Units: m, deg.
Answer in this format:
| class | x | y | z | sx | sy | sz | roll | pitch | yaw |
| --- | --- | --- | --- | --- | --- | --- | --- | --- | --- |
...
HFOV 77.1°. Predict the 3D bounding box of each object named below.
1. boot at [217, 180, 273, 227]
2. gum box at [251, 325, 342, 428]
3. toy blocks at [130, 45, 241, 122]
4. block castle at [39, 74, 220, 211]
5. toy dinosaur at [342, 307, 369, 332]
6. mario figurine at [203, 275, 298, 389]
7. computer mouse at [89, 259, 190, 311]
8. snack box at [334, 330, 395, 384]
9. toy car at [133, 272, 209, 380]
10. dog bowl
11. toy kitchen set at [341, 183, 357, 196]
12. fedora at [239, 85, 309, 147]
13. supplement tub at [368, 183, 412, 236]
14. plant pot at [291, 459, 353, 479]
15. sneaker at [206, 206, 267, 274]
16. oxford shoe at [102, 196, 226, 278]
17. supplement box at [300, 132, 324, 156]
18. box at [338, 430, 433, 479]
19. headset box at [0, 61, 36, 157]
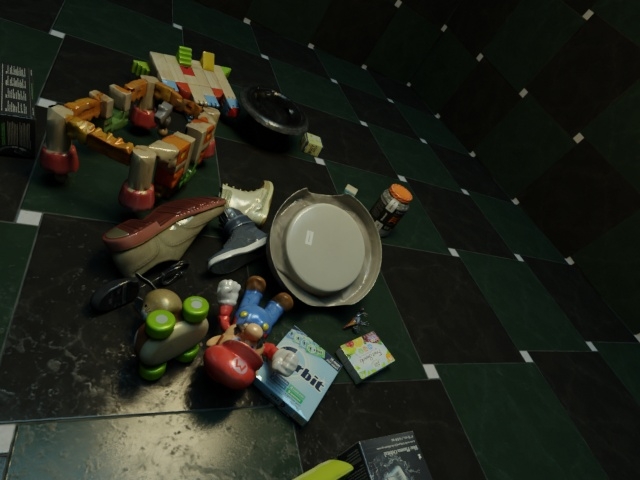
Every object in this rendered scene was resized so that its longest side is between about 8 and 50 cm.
| class | x | y | z | sx | sy | sz | roll | pitch | yaw |
| --- | --- | --- | --- | --- | --- | --- | --- | --- | --- |
| boot | -0.243 | -0.144 | 1.295 | 0.165 | 0.077 | 0.213 | 19 | 41 | -15 |
| gum box | -0.054 | 0.311 | 0.942 | 0.157 | 0.041 | 0.184 | 38 | 36 | 8 |
| toy blocks | -0.484 | -0.568 | 1.542 | 0.381 | 0.191 | 0.261 | -8 | 64 | -43 |
| block castle | -0.503 | -0.275 | 1.145 | 0.303 | 0.213 | 0.453 | 26 | 35 | -3 |
| toy dinosaur | 0.106 | 0.223 | 1.166 | 0.090 | 0.047 | 0.082 | 11 | 22 | -12 |
| mario figurine | -0.140 | 0.185 | 0.890 | 0.198 | 0.170 | 0.320 | -1 | 24 | 9 |
| computer mouse | -0.405 | 0.090 | 0.914 | 0.041 | 0.071 | 0.242 | 36 | 34 | 21 |
| snack box | 0.120 | 0.310 | 1.075 | 0.141 | 0.037 | 0.100 | -11 | 56 | -44 |
| toy car | -0.339 | 0.154 | 0.828 | 0.188 | 0.155 | 0.149 | 39 | 35 | 25 |
| dog bowl | 0.004 | 0.024 | 1.143 | 0.348 | 0.102 | 0.349 | 7 | 76 | -27 |
| toy kitchen set | 0.134 | -0.065 | 1.406 | 0.207 | 0.166 | 0.122 | 31 | 36 | -3 |
| fedora | -0.207 | -0.487 | 1.647 | 0.334 | 0.152 | 0.334 | 20 | 38 | -17 |
| supplement tub | 0.260 | -0.115 | 1.537 | 0.117 | 0.190 | 0.117 | 20 | 39 | -17 |
| plant pot | -0.016 | 0.495 | 0.615 | 0.227 | 0.228 | 0.207 | -6 | 44 | -40 |
| sneaker | -0.257 | -0.004 | 1.110 | 0.163 | 0.086 | 0.226 | 47 | 36 | 13 |
| oxford shoe | -0.375 | -0.020 | 1.027 | 0.123 | 0.130 | 0.348 | 10 | 29 | 34 |
| supplement box | -0.039 | -0.426 | 1.784 | 0.083 | 0.056 | 0.083 | 14 | 40 | -24 |
| box | 0.144 | 0.499 | 0.832 | 0.156 | 0.093 | 0.158 | 7 | 45 | -31 |
| headset box | -0.882 | -0.342 | 0.998 | 0.283 | 0.131 | 0.246 | -1 | 49 | -38 |
